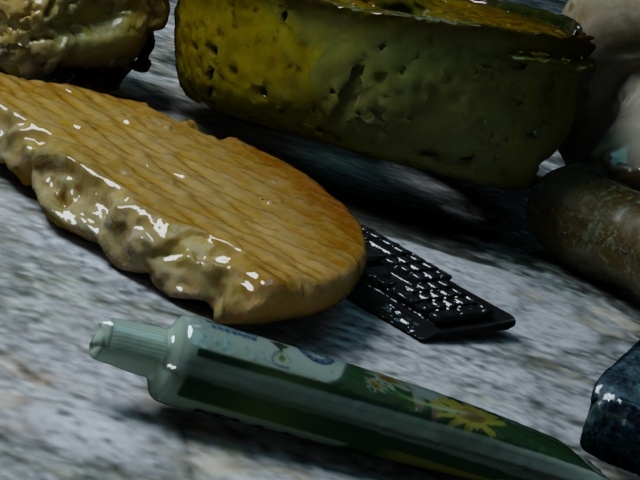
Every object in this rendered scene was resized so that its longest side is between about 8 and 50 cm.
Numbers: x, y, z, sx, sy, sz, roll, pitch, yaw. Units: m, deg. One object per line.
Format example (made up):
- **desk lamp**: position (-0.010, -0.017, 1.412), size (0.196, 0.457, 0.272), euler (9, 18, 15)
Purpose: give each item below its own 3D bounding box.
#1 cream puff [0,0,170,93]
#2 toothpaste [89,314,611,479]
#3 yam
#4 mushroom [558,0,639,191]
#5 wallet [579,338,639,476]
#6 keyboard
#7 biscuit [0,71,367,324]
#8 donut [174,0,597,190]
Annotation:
- **cream puff**: position (-0.148, -0.138, 1.035), size (0.119, 0.104, 0.133), euler (31, 19, 17)
- **toothpaste**: position (0.016, 0.061, 0.659), size (0.204, 0.031, 0.049), euler (17, 9, -20)
- **yam**: position (0.201, 0.030, 0.949), size (0.061, 0.061, 0.253), euler (7, 20, -38)
- **mushroom**: position (0.221, -0.072, 1.140), size (0.204, 0.204, 0.204), euler (18, 15, -5)
- **wallet**: position (0.289, 0.127, 0.710), size (0.379, 0.046, 0.191), euler (28, 18, 20)
- **keyboard**: position (0.001, -0.002, 0.892), size (0.196, 0.015, 0.074), euler (30, 19, 36)
- **biscuit**: position (-0.064, -0.021, 0.836), size (0.224, 0.033, 0.144), euler (32, 23, 33)
- **donut**: position (0.034, -0.097, 1.069), size (0.272, 0.107, 0.272), euler (11, 10, -2)
